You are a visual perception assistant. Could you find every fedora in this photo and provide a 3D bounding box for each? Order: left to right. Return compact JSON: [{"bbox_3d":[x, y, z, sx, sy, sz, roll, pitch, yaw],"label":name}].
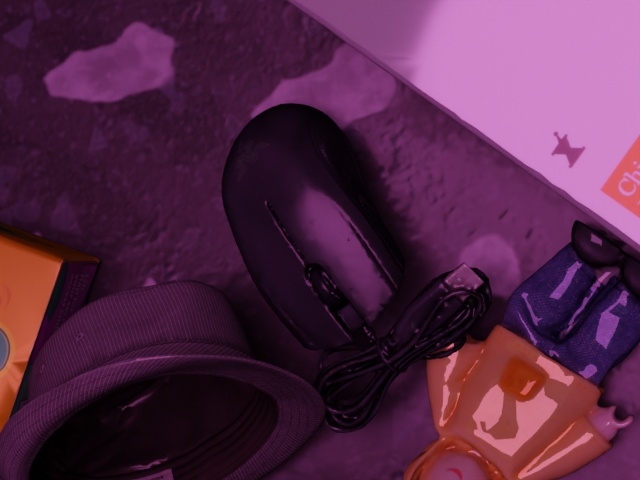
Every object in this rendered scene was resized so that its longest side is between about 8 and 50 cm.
[{"bbox_3d":[-0.138,0.120,1.542,0.275,0.244,0.124,-41,47,34],"label":"fedora"}]

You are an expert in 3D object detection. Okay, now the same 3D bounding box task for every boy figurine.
[{"bbox_3d":[0.153,0.118,1.513,0.177,0.092,0.285,39,95,10],"label":"boy figurine"}]

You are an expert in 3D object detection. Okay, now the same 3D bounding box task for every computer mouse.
[{"bbox_3d":[0.000,0.000,1.531,0.188,0.072,0.272,-43,64,24],"label":"computer mouse"}]

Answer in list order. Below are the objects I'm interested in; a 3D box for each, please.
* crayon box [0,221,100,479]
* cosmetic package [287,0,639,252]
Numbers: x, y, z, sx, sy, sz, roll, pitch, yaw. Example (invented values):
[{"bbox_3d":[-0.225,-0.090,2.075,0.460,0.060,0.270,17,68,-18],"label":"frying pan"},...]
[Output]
[{"bbox_3d":[-0.400,0.134,1.650,0.313,0.106,0.363,20,94,15],"label":"crayon box"},{"bbox_3d":[0.210,-0.156,1.467,0.453,0.161,0.230,36,98,14],"label":"cosmetic package"}]
